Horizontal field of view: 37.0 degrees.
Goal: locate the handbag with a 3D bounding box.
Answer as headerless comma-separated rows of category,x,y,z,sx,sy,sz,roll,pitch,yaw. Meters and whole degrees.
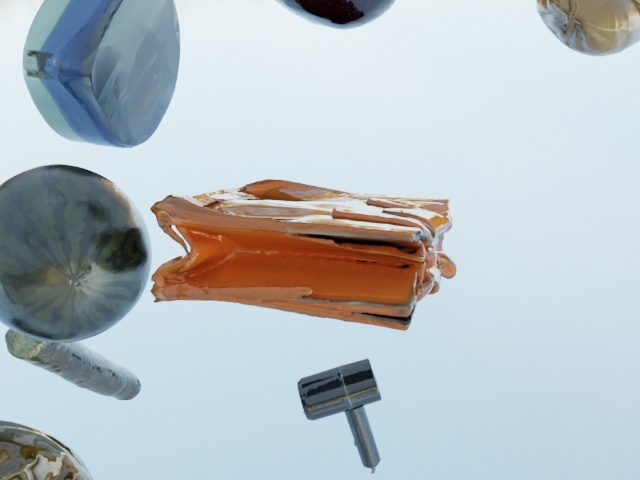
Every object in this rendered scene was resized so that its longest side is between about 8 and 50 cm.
handbag,0.000,0.000,1.108,0.304,0.116,0.410,4,-172,12

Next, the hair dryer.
hair dryer,0.050,0.295,1.531,0.124,0.219,0.071,-18,-153,4

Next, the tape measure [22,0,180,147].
tape measure,-0.319,-0.274,1.423,0.138,0.262,0.259,14,-120,15

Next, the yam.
yam,-0.323,0.167,1.284,0.061,0.274,0.061,-7,-114,15

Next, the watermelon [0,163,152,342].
watermelon,-0.300,0.014,1.103,0.212,0.212,0.212,-6,-153,3

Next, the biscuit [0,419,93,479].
biscuit,-0.442,0.375,1.228,0.332,0.332,0.103,-14,-154,-12

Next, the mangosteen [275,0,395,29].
mangosteen,0.035,-0.328,1.029,0.231,0.194,0.194,-13,-160,34

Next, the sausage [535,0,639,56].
sausage,0.344,-0.293,1.108,0.354,0.134,0.116,-33,173,-42
